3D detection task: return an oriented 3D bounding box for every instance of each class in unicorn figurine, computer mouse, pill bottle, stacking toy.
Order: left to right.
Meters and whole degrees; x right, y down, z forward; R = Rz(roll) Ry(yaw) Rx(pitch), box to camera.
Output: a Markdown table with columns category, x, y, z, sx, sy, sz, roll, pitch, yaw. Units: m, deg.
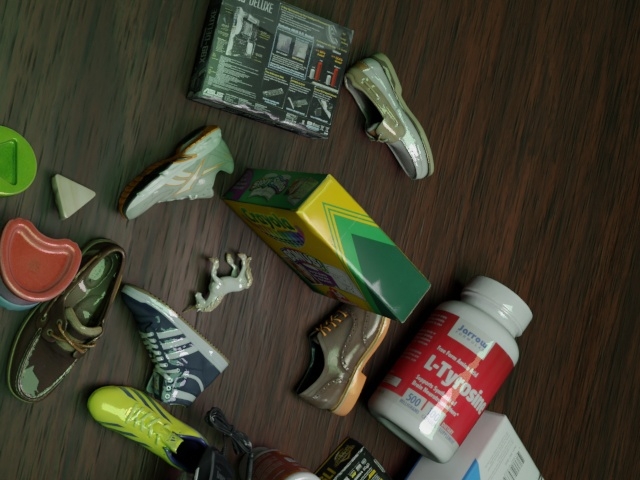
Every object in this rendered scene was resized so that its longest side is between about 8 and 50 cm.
| category | x | y | z | sx | sy | sz | roll | pitch | yaw |
| --- | --- | --- | --- | --- | --- | --- | --- | --- | --- |
| stacking toy | -0.585 | -0.035 | 1.465 | 0.309 | 0.130 | 0.279 | 39 | 51 | -29 |
| computer mouse | -0.197 | 0.479 | 1.597 | 0.184 | 0.060 | 0.262 | 54 | 26 | -45 |
| unicorn figurine | -0.205 | 0.087 | 1.681 | 0.162 | 0.060 | 0.111 | -9 | 99 | -27 |
| pill bottle | -0.088 | 0.512 | 1.703 | 0.121 | 0.216 | 0.121 | -4 | 98 | -29 |
| pill bottle | 0.312 | 0.291 | 1.890 | 0.229 | 0.229 | 0.407 | 45 | 74 | -25 |

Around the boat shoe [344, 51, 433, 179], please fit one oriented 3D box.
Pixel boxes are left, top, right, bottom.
| category | x | y | z | sx | sy | sz | roll | pitch | yaw |
| --- | --- | --- | --- | --- | --- | --- | --- | --- | --- |
| boat shoe | 0.148 | -0.262 | 1.813 | 0.103 | 0.113 | 0.302 | -31 | 99 | -21 |

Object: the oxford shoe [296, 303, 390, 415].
| category | x | y | z | sx | sy | sz | roll | pitch | yaw |
| --- | --- | --- | --- | --- | --- | --- | --- | --- | --- |
| oxford shoe | 0.057 | 0.204 | 1.803 | 0.133 | 0.130 | 0.363 | 22 | 84 | -21 |

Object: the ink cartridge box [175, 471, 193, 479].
| category | x | y | z | sx | sy | sz | roll | pitch | yaw |
| --- | --- | --- | --- | --- | --- | --- | --- | --- | --- |
| ink cartridge box | -0.281 | 0.599 | 1.625 | 0.158 | 0.092 | 0.218 | 37 | 104 | -16 |

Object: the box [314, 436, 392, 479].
| category | x | y | z | sx | sy | sz | roll | pitch | yaw |
| --- | --- | --- | --- | --- | --- | --- | --- | --- | --- |
| box | 0.044 | 0.659 | 1.872 | 0.322 | 0.079 | 0.257 | -45 | 116 | -17 |

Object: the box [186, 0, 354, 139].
| category | x | y | z | sx | sy | sz | roll | pitch | yaw |
| --- | --- | --- | --- | --- | --- | --- | --- | --- | --- |
| box | -0.099 | -0.366 | 1.679 | 0.307 | 0.076 | 0.242 | 13 | 89 | -29 |

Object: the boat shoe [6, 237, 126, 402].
| category | x | y | z | sx | sy | sz | roll | pitch | yaw |
| --- | --- | --- | --- | --- | --- | --- | --- | --- | --- |
| boat shoe | -0.465 | 0.152 | 1.511 | 0.123 | 0.123 | 0.342 | 37 | 78 | -26 |

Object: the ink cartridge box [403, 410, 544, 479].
| category | x | y | z | sx | sy | sz | roll | pitch | yaw |
| --- | --- | --- | --- | --- | --- | --- | --- | --- | --- |
| ink cartridge box | 0.397 | 0.643 | 1.968 | 0.285 | 0.166 | 0.395 | -48 | 120 | -28 |

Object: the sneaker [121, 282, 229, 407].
| category | x | y | z | sx | sy | sz | roll | pitch | yaw |
| --- | --- | --- | --- | --- | --- | --- | --- | --- | --- |
| sneaker | -0.321 | 0.220 | 1.612 | 0.282 | 0.099 | 0.153 | 47 | 72 | -27 |

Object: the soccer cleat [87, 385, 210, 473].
| category | x | y | z | sx | sy | sz | roll | pitch | yaw |
| --- | --- | --- | --- | --- | --- | --- | --- | --- | --- |
| soccer cleat | -0.328 | 0.376 | 1.611 | 0.289 | 0.121 | 0.093 | 39 | 76 | -27 |

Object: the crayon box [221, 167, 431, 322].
| category | x | y | z | sx | sy | sz | roll | pitch | yaw |
| --- | --- | --- | --- | --- | --- | --- | --- | --- | --- |
| crayon box | 0.000 | 0.000 | 1.610 | 0.313 | 0.363 | 0.106 | 45 | 75 | -25 |

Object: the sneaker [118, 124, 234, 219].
| category | x | y | z | sx | sy | sz | roll | pitch | yaw |
| --- | --- | --- | --- | --- | --- | --- | --- | --- | --- |
| sneaker | -0.274 | -0.111 | 1.605 | 0.262 | 0.099 | 0.121 | -41 | 117 | -17 |
